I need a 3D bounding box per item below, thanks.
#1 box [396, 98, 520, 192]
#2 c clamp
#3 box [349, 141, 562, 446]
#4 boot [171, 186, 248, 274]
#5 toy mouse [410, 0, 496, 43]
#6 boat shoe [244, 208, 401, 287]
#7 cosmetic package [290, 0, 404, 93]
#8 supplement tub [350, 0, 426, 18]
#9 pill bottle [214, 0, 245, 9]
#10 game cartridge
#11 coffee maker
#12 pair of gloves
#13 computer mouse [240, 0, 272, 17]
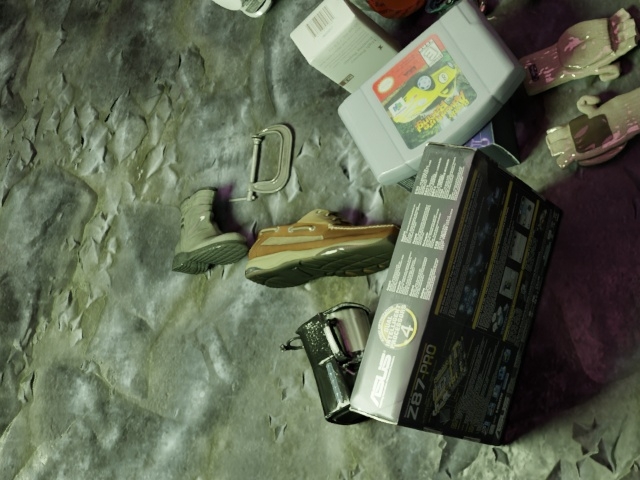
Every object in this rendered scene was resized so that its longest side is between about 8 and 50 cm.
[{"bbox_3d":[0.215,-0.184,1.693,0.207,0.108,0.153,-18,66,30],"label":"box"},{"bbox_3d":[-0.115,-0.151,1.962,0.137,0.022,0.160,4,78,35],"label":"c clamp"},{"bbox_3d":[0.214,0.092,1.480,0.097,0.318,0.394,12,84,36],"label":"box"},{"bbox_3d":[-0.218,-0.032,1.921,0.246,0.084,0.161,-18,66,54],"label":"boot"},{"bbox_3d":[0.246,-0.418,1.791,0.161,0.031,0.143,2,77,35],"label":"toy mouse"},{"bbox_3d":[0.000,0.000,1.779,0.324,0.123,0.119,-10,65,32],"label":"boat shoe"},{"bbox_3d":[0.063,-0.331,1.765,0.117,0.231,0.085,-42,57,18],"label":"cosmetic package"},{"bbox_3d":[0.071,-0.552,1.851,0.193,0.194,0.316,-49,55,12],"label":"supplement tub"},{"bbox_3d":[-0.131,-0.588,1.994,0.146,0.146,0.264,17,70,37],"label":"pill bottle"},{"bbox_3d":[0.179,-0.232,1.634,0.294,0.060,0.196,-39,60,18],"label":"game cartridge"},{"bbox_3d":[0.034,0.220,1.704,0.171,0.120,0.178,-46,51,43],"label":"coffee maker"},{"bbox_3d":[0.437,-0.238,1.600,0.204,0.042,0.240,-30,59,27],"label":"pair of gloves"},{"bbox_3d":[-0.153,-0.510,2.088,0.106,0.042,0.193,-48,50,8],"label":"computer mouse"}]
